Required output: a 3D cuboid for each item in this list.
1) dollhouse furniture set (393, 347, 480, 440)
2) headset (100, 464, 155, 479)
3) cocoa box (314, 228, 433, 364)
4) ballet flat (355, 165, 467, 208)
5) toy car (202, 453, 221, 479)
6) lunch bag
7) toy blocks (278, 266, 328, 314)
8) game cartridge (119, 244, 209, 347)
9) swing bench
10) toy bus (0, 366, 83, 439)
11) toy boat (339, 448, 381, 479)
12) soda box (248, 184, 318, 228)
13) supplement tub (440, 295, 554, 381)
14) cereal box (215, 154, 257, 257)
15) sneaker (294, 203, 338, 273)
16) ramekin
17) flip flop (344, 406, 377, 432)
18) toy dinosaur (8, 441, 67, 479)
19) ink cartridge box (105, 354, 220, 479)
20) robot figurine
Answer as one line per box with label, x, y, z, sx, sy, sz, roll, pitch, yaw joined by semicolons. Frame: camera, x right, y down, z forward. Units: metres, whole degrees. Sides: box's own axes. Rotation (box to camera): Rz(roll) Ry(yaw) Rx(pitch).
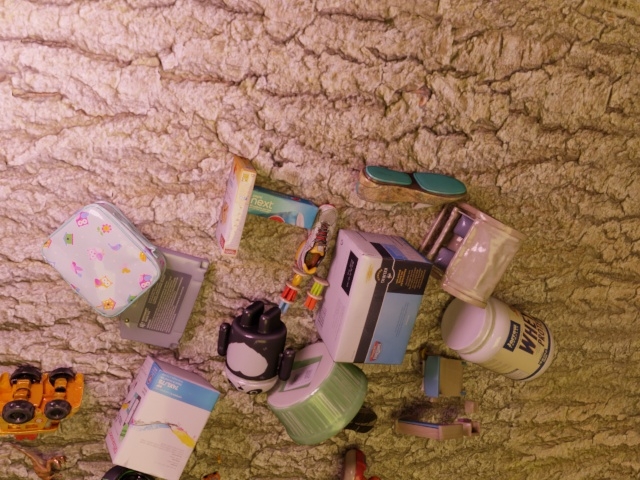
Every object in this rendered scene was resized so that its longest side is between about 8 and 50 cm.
dollhouse furniture set;0.421;0.545;1.975;0.287;0.198;0.303;14;75;-43
headset;-0.570;0.856;1.713;0.186;0.243;0.394;-2;145;11
cocoa box;0.152;0.170;1.649;0.228;0.231;0.346;7;109;-19
ballet flat;0.267;-0.148;1.635;0.349;0.123;0.123;5;109;-19
toy car;-0.367;0.786;1.846;0.060;0.040;0.121;-1;112;-16
lunch bag;-0.554;0.047;1.431;0.224;0.108;0.279;-41;101;1
toy blocks;-0.059;0.171;1.675;0.123;0.054;0.148;25;103;-7
game cartridge;-0.460;0.162;1.565;0.196;0.060;0.294;17;105;-26
swing bench;0.448;0.029;1.669;0.165;0.254;0.253;22;103;-23
toy bus;-0.797;0.483;1.550;0.221;0.149;0.211;4;123;-21
toy boat;0.150;0.876;1.964;0.151;0.151;0.230;10;110;0
soda box;-0.119;-0.097;1.555;0.210;0.067;0.071;14;106;-21
supplement tub;0.595;0.323;1.841;0.325;0.235;0.235;25;102;-24
cereal box;-0.230;-0.095;1.464;0.048;0.173;0.240;11;107;-20
sneaker;0.000;0.000;1.614;0.088;0.092;0.225;15;105;-21
ramekin;-0.020;0.458;1.684;0.303;0.303;0.148;-37;110;0
flip flop;0.094;0.593;1.894;0.277;0.080;0.112;33;94;-40
toy dinosaur;-0.842;0.682;1.651;0.112;0.064;0.211;-21;115;-6
ink cartridge box;-0.458;0.509;1.575;0.197;0.198;0.269;30;78;-25
robot figurine;-0.195;0.327;1.639;0.174;0.209;0.277;0;111;-31
